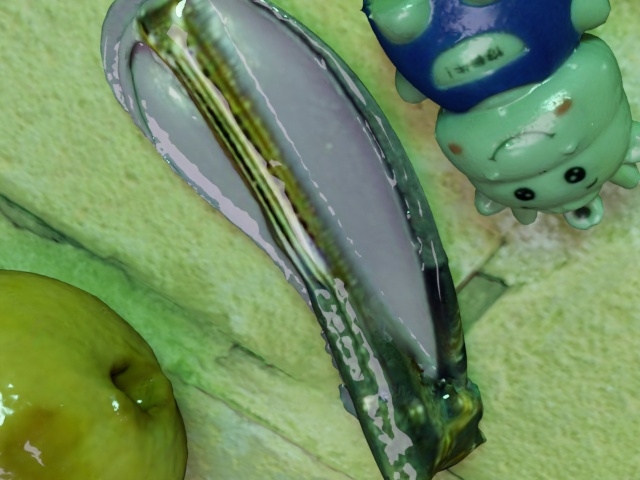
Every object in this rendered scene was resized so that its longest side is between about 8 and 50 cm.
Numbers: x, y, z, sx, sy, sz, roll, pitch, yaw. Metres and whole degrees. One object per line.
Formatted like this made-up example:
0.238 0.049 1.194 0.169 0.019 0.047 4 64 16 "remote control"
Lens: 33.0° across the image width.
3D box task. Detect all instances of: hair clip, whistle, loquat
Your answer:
0.002 -0.001 0.613 0.110 0.096 0.358 -3 118 57 "hair clip"
0.077 -0.101 0.507 0.110 0.092 0.244 -19 117 29 "whistle"
-0.199 0.130 0.662 0.238 0.193 0.238 6 129 7 "loquat"
